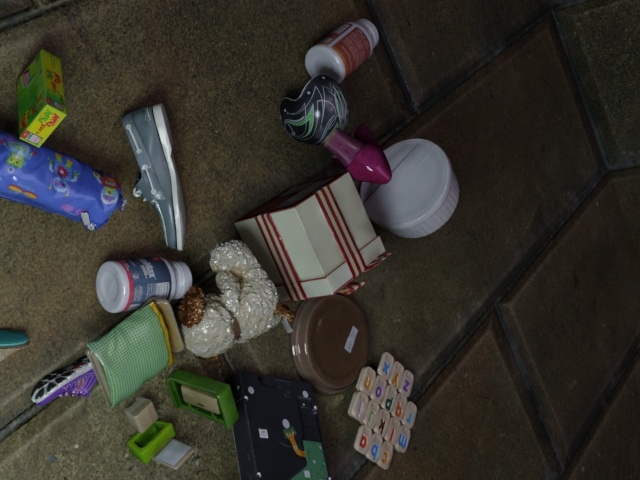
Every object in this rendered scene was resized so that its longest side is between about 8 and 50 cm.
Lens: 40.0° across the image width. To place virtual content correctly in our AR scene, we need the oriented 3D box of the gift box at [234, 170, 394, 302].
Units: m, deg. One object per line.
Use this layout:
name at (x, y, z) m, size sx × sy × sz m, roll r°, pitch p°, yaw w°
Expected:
gift box at (0.000, 0.000, 2.102) m, size 0.276 × 0.255 × 0.258 m, roll -33°, pitch 105°, yaw -38°

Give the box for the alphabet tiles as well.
alphabet tiles at (0.170, 0.453, 2.342) m, size 0.284 × 0.021 × 0.278 m, roll 44°, pitch 55°, yaw -42°

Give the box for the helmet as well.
helmet at (-0.004, -0.326, 2.209) m, size 0.169 × 0.161 × 0.170 m, roll 9°, pitch 78°, yaw -44°

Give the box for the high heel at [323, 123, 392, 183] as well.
high heel at (0.120, -0.198, 2.229) m, size 0.181 × 0.127 × 0.377 m, roll 39°, pitch 15°, yaw 7°

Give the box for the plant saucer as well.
plant saucer at (0.033, 0.256, 2.247) m, size 0.277 × 0.041 × 0.278 m, roll 10°, pitch 76°, yaw -45°

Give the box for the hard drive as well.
hard drive at (-0.088, 0.474, 1.990) m, size 0.236 × 0.064 × 0.339 m, roll 17°, pitch 48°, yaw -43°

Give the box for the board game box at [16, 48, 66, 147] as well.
board game box at (-0.529, -0.271, 1.660) m, size 0.043 × 0.092 × 0.181 m, roll 27°, pitch 31°, yaw -39°

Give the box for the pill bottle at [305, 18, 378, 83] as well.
pill bottle at (0.063, -0.505, 2.334) m, size 0.216 × 0.121 × 0.121 m, roll -46°, pitch 115°, yaw -39°

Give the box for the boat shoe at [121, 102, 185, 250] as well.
boat shoe at (-0.356, -0.131, 1.896) m, size 0.099 × 0.116 × 0.320 m, roll -9°, pitch 100°, yaw -3°

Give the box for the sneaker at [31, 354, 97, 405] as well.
sneaker at (-0.479, 0.281, 1.708) m, size 0.170 × 0.068 × 0.071 m, roll -27°, pitch 109°, yaw -45°

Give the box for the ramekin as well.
ramekin at (0.250, -0.131, 2.377) m, size 0.127 × 0.272 × 0.273 m, roll 40°, pitch 57°, yaw -48°

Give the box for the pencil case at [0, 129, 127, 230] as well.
pencil case at (-0.529, -0.111, 1.676) m, size 0.306 × 0.119 × 0.133 m, roll 24°, pitch 45°, yaw -40°

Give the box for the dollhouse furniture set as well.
dollhouse furniture set at (-0.309, 0.288, 1.750) m, size 0.197 × 0.151 × 0.302 m, roll -43°, pitch 134°, yaw -40°

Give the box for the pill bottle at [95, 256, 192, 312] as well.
pill bottle at (-0.362, 0.088, 1.824) m, size 0.180 × 0.108 × 0.108 m, roll -5°, pitch 87°, yaw -46°

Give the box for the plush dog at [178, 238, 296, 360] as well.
plush dog at (-0.197, 0.166, 1.891) m, size 0.225 × 0.210 × 0.262 m, roll -32°, pitch 138°, yaw -21°

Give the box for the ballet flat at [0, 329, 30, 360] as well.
ballet flat at (-0.628, 0.199, 1.581) m, size 0.206 × 0.073 × 0.067 m, roll 7°, pitch 106°, yaw -42°
